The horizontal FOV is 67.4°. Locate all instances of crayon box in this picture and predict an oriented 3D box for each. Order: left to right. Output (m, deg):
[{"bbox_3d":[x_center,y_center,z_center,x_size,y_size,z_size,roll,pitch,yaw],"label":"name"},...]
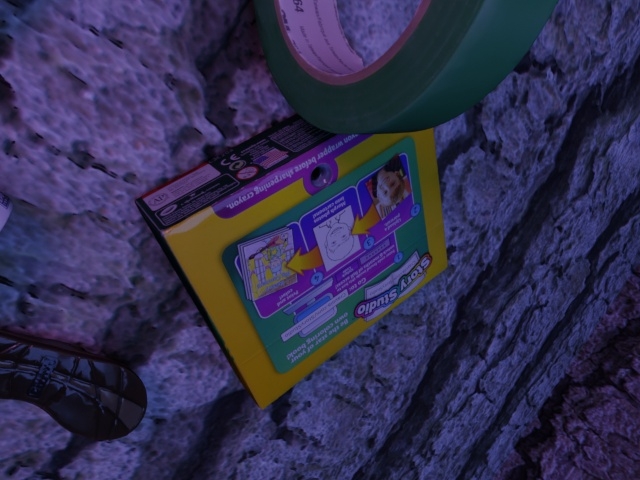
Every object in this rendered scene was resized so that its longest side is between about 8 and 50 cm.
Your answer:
[{"bbox_3d":[0.000,0.000,0.644,0.362,0.106,0.313,-33,131,-20],"label":"crayon box"}]

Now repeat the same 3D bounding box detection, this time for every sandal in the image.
[{"bbox_3d":[-0.294,0.152,0.533,0.219,0.060,0.090,30,87,-29],"label":"sandal"}]

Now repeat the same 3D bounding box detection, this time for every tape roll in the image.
[{"bbox_3d":[0.048,-0.252,0.397,0.077,0.321,0.322,-11,119,-33],"label":"tape roll"}]

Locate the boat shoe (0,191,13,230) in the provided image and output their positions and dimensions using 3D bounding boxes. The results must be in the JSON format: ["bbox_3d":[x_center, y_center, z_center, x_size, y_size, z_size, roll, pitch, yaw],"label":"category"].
[{"bbox_3d":[-0.374,0.049,0.397,0.084,0.095,0.258,41,75,-39],"label":"boat shoe"}]
